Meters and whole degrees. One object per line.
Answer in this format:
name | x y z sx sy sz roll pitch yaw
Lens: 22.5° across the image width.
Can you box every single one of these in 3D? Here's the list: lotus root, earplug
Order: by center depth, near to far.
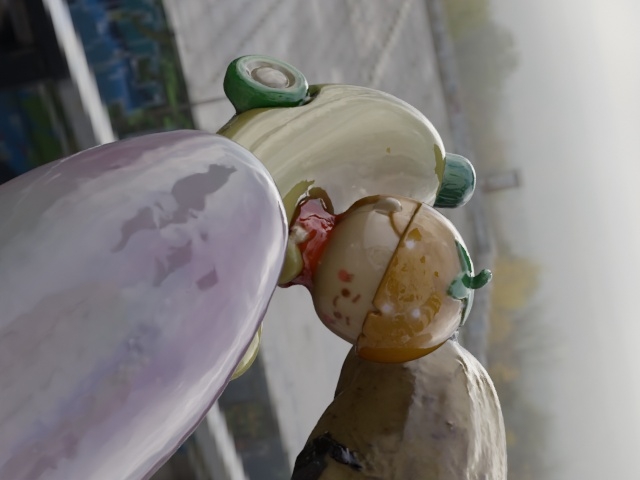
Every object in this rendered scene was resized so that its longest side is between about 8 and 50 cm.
earplug | -0.127 0.062 0.641 0.301 0.172 0.172 -41 131 -27
lotus root | 0.052 0.162 1.109 0.154 0.140 0.257 28 64 -36

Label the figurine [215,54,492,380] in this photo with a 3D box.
figurine | 0.000 0.000 1.048 0.324 0.222 0.124 -54 168 -57
